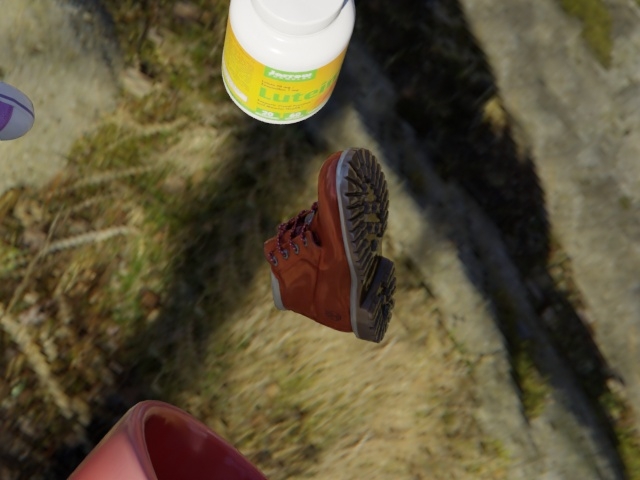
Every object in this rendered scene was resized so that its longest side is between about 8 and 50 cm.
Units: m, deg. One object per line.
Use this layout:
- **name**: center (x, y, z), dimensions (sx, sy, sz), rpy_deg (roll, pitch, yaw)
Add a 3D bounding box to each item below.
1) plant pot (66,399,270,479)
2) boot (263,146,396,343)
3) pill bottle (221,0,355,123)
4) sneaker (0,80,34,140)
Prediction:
- **plant pot**: center (-0.091, 0.256, 0.793), dimensions (0.243, 0.275, 0.275), rpy_deg (-40, 87, 5)
- **boot**: center (0.000, 0.000, 1.031), dimensions (0.085, 0.158, 0.059), rpy_deg (15, 48, 17)
- **pill bottle**: center (-0.035, -0.233, 1.800), dimensions (0.136, 0.245, 0.136), rpy_deg (2, 73, -6)
- **sneaker**: center (-0.456, -0.111, 1.893), dimensions (0.282, 0.102, 0.161), rpy_deg (5, 63, -39)
